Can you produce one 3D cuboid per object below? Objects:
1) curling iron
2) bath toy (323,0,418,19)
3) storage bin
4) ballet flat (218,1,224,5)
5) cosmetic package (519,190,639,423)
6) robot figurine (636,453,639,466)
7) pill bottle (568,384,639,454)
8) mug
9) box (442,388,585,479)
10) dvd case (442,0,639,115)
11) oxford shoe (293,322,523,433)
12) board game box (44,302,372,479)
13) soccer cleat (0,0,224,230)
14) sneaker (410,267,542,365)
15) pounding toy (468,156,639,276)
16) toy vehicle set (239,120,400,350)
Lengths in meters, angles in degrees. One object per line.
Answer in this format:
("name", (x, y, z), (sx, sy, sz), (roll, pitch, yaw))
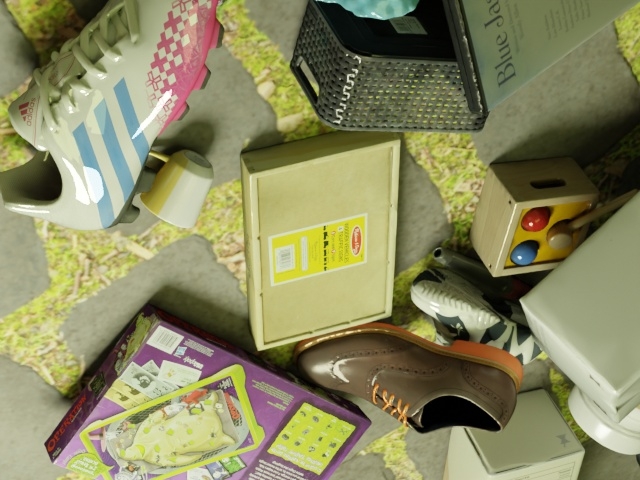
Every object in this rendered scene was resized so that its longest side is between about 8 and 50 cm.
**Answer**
("curling iron", (0.233, 0.042, 1.614), (0.274, 0.035, 0.068), (17, 126, -37))
("bath toy", (0.022, -0.352, 1.089), (0.151, 0.129, 0.348), (-18, 134, -9))
("storage bin", (0.075, -0.172, 1.282), (0.180, 0.122, 0.084), (0, 130, -25))
("ballet flat", (-0.080, -0.251, 1.195), (0.041, 0.041, 0.114), (6, 127, -30))
("cosmetic package", (0.417, 0.015, 1.497), (0.385, 0.156, 0.217), (-40, 159, -3))
("robot figurine", (0.600, 0.287, 1.922), (0.278, 0.209, 0.173), (-20, 106, -6))
("pill bottle", (0.436, 0.141, 1.718), (0.153, 0.153, 0.264), (7, 126, -30))
("mug", (-0.144, -0.057, 1.331), (0.078, 0.062, 0.064), (15, 114, -43))
("box", (0.253, 0.363, 1.858), (0.148, 0.121, 0.311), (-10, 133, -17))
("dvd case", (0.207, -0.253, 1.236), (0.253, 0.022, 0.180), (-36, 124, -28))
("oxford shoe", (0.093, 0.164, 1.549), (0.271, 0.098, 0.097), (4, 135, 16))
("board game box", (-0.123, 0.225, 1.565), (0.347, 0.056, 0.208), (31, 96, -37))
("soccer cleat", (-0.192, -0.140, 1.189), (0.143, 0.116, 0.331), (6, 127, -30))
("sneaker", (0.162, 0.132, 1.621), (0.235, 0.094, 0.153), (21, 111, -49))
("pounding toy", (0.263, -0.028, 1.519), (0.141, 0.100, 0.130), (-7, 132, -21))
("toy vehicle set", (0.000, 0.000, 1.466), (0.166, 0.035, 0.266), (-13, 134, -14))
